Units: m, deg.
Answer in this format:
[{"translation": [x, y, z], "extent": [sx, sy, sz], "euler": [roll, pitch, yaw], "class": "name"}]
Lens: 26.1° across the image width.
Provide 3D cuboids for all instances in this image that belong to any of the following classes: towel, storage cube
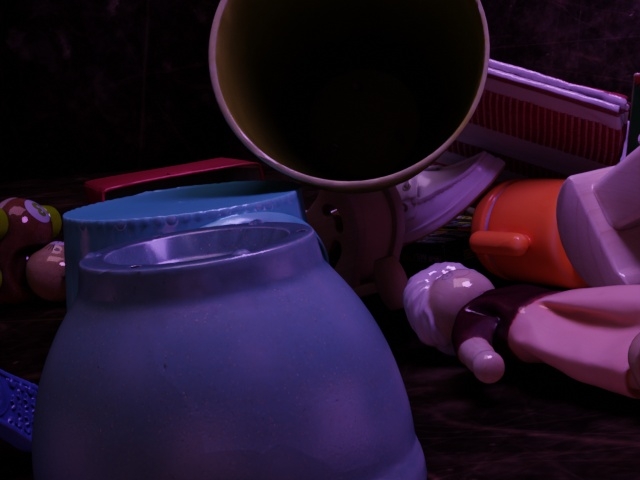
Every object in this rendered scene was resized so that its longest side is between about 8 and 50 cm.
[{"translation": [0.244, -0.111, 1.667], "extent": [0.237, 0.037, 0.329], "euler": [18, -24, 14], "class": "towel"}, {"translation": [-0.170, 0.005, 1.654], "extent": [0.215, 0.184, 0.193], "euler": [-12, 8, -15], "class": "storage cube"}]

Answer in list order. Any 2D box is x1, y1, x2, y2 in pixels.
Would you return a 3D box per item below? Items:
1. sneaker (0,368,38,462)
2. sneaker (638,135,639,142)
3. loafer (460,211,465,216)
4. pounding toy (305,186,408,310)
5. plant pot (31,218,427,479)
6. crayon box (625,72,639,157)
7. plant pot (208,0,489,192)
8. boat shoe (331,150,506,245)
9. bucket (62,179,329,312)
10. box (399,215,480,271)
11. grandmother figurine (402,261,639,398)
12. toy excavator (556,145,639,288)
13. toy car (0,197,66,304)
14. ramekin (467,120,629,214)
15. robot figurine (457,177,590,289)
[{"translation": [-0.304, 0.124, 1.110], "extent": [0.090, 0.081, 0.232], "euler": [-16, -36, 12], "class": "sneaker"}, {"translation": [0.559, -0.092, 1.875], "extent": [0.366, 0.210, 0.137], "euler": [26, -6, -25], "class": "sneaker"}, {"translation": [0.144, -0.018, 1.984], "extent": [0.148, 0.056, 0.050], "euler": [-20, 12, -12], "class": "loafer"}, {"translation": [0.000, 0.000, 1.659], "extent": [0.155, 0.154, 0.269], "euler": [-14, 11, -37], "class": "pounding toy"}, {"translation": [-0.077, 0.094, 1.013], "extent": [0.293, 0.196, 0.293], "euler": [-7, 9, 1], "class": "plant pot"}, {"translation": [0.501, -0.087, 1.528], "extent": [0.318, 0.202, 0.081], "euler": [2, 48, 10], "class": "crayon box"}, {"translation": [0.036, -0.161, 1.486], "extent": [0.275, 0.275, 0.293], "euler": [-7, -10, 3], "class": "plant pot"}, {"translation": [0.105, -0.052, 1.709], "extent": [0.277, 0.096, 0.098], "euler": [-31, 8, 39], "class": "boat shoe"}, {"translation": [-0.125, 0.047, 1.375], "extent": [0.281, 0.183, 0.281], "euler": [-7, 9, 1], "class": "bucket"}, {"translation": [0.173, 0.003, 1.852], "extent": [0.184, 0.045, 0.190], "euler": [-11, 9, -36], "class": "box"}, {"translation": [0.203, 0.074, 1.236], "extent": [0.208, 0.104, 0.342], "euler": [-3, 8, -36], "class": "grandmother figurine"}, {"translation": [0.415, -0.043, 1.176], "extent": [0.222, 0.433, 0.445], "euler": [-13, 44, -28], "class": "toy excavator"}, {"translation": [-0.366, 0.024, 1.896], "extent": [0.188, 0.149, 0.155], "euler": [9, 5, 23], "class": "toy car"}, {"translation": [0.328, -0.101, 1.957], "extent": [0.277, 0.135, 0.277], "euler": [1, 2, 0], "class": "ramekin"}, {"translation": [0.264, -0.009, 1.601], "extent": [0.158, 0.128, 0.219], "euler": [-51, 29, -22], "class": "robot figurine"}]
